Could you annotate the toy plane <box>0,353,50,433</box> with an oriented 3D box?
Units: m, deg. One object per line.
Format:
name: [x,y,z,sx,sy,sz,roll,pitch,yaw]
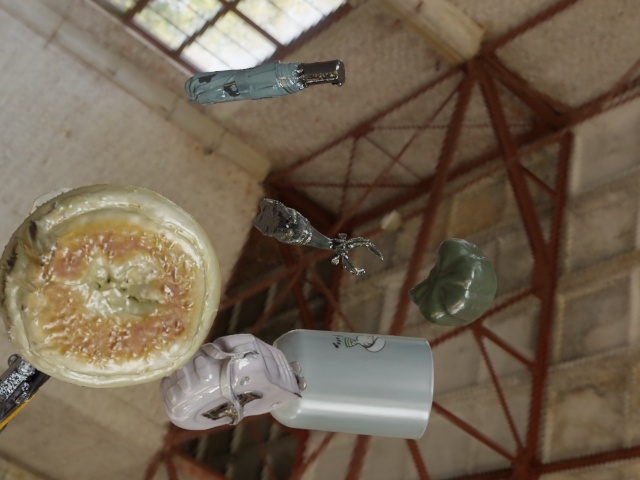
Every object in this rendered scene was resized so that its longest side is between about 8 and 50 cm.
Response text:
toy plane: [-0.614,0.307,2.135,0.316,0.103,0.204,-42,-162,-21]

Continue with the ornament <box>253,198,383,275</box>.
ornament: [0.000,0.000,2.127,0.080,0.236,0.202,-68,-157,1]

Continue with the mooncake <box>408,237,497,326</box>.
mooncake: [0.257,0.082,2.143,0.168,0.104,0.175,5,-96,47]

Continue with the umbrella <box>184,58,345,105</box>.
umbrella: [-0.084,-0.235,1.584,0.250,0.053,0.052,-4,-115,24]

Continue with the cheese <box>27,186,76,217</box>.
cheese: [-0.447,-0.012,2.101,0.189,0.198,0.154,15,-91,23]

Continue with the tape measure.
tape measure: [-0.152,0.227,1.715,0.197,0.236,0.120,-27,-115,9]

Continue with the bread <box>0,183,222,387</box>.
bread: [-0.290,0.058,1.504,0.305,0.305,0.159,-53,-163,4]

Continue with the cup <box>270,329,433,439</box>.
cup: [0.056,0.285,2.178,0.205,0.312,0.205,-174,-90,-80]
